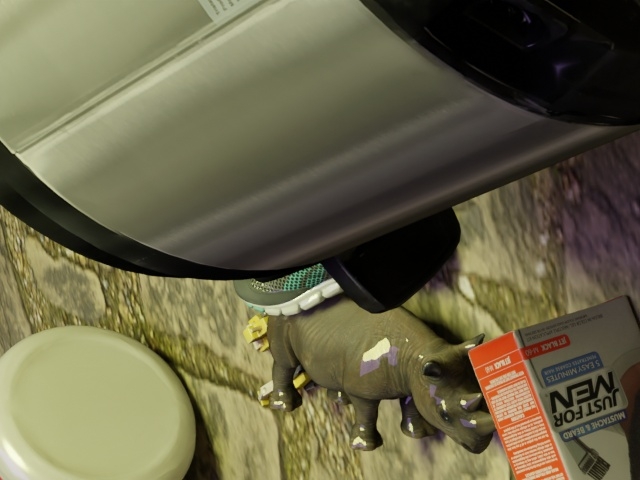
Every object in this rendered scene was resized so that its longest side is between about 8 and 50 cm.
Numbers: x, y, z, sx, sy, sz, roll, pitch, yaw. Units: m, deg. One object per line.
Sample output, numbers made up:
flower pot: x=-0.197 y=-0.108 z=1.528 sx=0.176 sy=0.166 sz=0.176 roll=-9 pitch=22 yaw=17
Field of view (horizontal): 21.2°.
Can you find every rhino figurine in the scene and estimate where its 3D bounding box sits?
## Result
rhino figurine: x=0.044 y=0.090 z=1.189 sx=0.243 sy=0.073 sz=0.106 roll=16 pitch=118 yaw=51

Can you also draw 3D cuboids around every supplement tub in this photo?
supplement tub: x=-0.235 y=0.222 z=1.546 sx=0.191 sy=0.191 sz=0.272 roll=58 pitch=143 yaw=25

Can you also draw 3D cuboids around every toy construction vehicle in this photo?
toy construction vehicle: x=-0.034 y=0.079 z=1.333 sx=0.098 sy=0.035 sz=0.086 roll=-39 pitch=69 yaw=54

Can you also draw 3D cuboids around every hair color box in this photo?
hair color box: x=0.163 y=0.126 z=1.005 sx=0.053 sy=0.093 sz=0.167 roll=-31 pitch=76 yaw=56

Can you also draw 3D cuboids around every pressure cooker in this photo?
pressure cooker: x=-0.025 y=-0.178 z=0.846 sx=0.420 sy=0.375 sz=0.369 roll=-24 pitch=60 yaw=46

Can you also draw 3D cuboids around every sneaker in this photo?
sneaker: x=0.000 y=0.000 z=1.180 sx=0.166 sy=0.065 sz=0.076 roll=-17 pitch=123 yaw=34
